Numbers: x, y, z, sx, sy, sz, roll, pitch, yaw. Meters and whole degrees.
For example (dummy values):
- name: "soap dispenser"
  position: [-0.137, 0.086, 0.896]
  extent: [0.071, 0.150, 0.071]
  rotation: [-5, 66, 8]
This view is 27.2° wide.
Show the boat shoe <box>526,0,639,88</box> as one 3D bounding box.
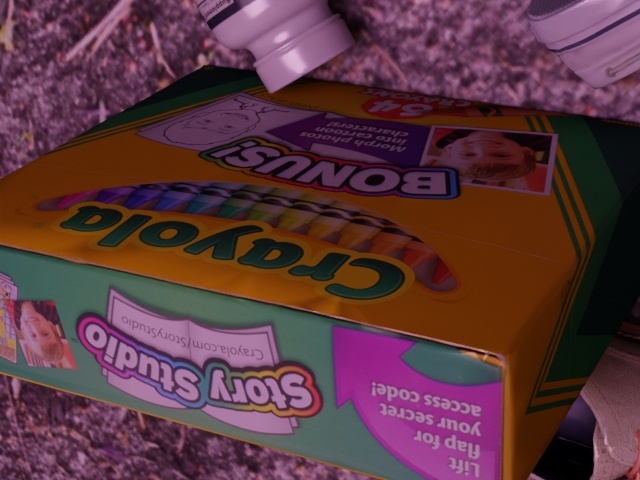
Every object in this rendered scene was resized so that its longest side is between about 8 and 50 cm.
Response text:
- name: "boat shoe"
  position: [0.231, -0.161, 0.773]
  extent: [0.226, 0.083, 0.076]
  rotation: [-22, 123, 41]

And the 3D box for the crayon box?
- name: "crayon box"
  position: [0.000, 0.000, 0.825]
  extent: [0.363, 0.313, 0.106]
  rotation: [11, 118, 25]

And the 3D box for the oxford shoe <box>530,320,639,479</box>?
- name: "oxford shoe"
  position: [0.236, 0.133, 0.855]
  extent: [0.397, 0.146, 0.140]
  rotation: [11, 117, 25]

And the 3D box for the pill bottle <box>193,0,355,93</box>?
- name: "pill bottle"
  position: [-0.047, -0.189, 0.898]
  extent: [0.094, 0.094, 0.169]
  rotation: [-26, 99, 36]
